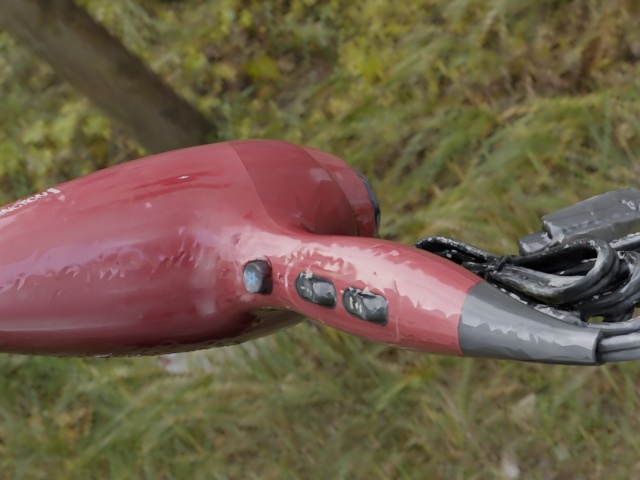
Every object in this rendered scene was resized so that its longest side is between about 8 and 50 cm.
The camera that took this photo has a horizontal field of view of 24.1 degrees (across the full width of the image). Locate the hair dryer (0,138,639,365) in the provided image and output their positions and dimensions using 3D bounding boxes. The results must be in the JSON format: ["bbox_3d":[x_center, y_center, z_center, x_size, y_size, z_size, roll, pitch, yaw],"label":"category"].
[{"bbox_3d":[0.000,0.000,0.529,0.293,0.080,0.223,-6,3,2],"label":"hair dryer"}]
